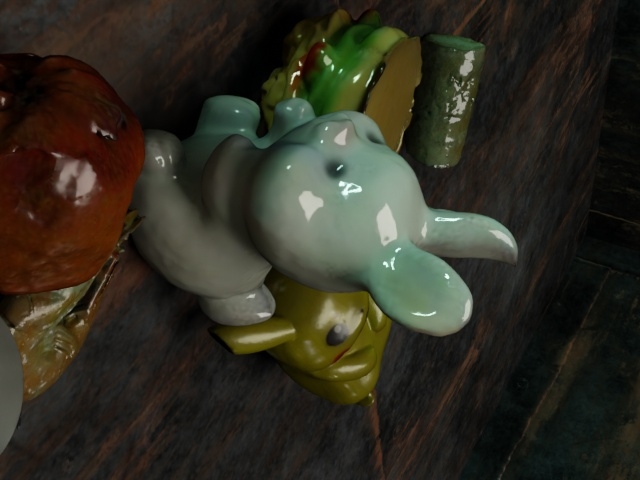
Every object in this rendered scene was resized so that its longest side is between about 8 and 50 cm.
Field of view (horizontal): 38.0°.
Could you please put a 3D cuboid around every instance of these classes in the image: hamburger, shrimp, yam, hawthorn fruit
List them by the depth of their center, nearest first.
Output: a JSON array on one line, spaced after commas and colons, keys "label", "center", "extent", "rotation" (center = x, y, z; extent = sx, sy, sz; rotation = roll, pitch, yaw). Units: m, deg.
[{"label": "hawthorn fruit", "center": [-0.207, -0.047, 0.678], "extent": [0.173, 0.174, 0.179], "rotation": [-29, 119, -56]}, {"label": "shrimp", "center": [-0.231, 0.053, 0.846], "extent": [0.217, 0.051, 0.115], "rotation": [-59, 159, -26]}, {"label": "hamburger", "center": [0.014, -0.162, 1.081], "extent": [0.237, 0.149, 0.237], "rotation": [-56, 160, -32]}, {"label": "yam", "center": [0.191, -0.218, 1.459], "extent": [0.107, 0.107, 0.194], "rotation": [-28, 132, -56]}]

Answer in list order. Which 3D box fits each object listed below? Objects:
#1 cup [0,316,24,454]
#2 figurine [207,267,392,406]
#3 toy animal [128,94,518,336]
[{"label": "cup", "center": [-0.296, 0.070, 0.567], "extent": [0.241, 0.185, 0.226], "rotation": [-65, 161, 1]}, {"label": "figurine", "center": [-0.008, 0.089, 1.198], "extent": [0.326, 0.169, 0.218], "rotation": [61, 37, -61]}, {"label": "toy animal", "center": [-0.004, -0.009, 0.915], "extent": [0.196, 0.368, 0.241], "rotation": [-45, 133, -49]}]
